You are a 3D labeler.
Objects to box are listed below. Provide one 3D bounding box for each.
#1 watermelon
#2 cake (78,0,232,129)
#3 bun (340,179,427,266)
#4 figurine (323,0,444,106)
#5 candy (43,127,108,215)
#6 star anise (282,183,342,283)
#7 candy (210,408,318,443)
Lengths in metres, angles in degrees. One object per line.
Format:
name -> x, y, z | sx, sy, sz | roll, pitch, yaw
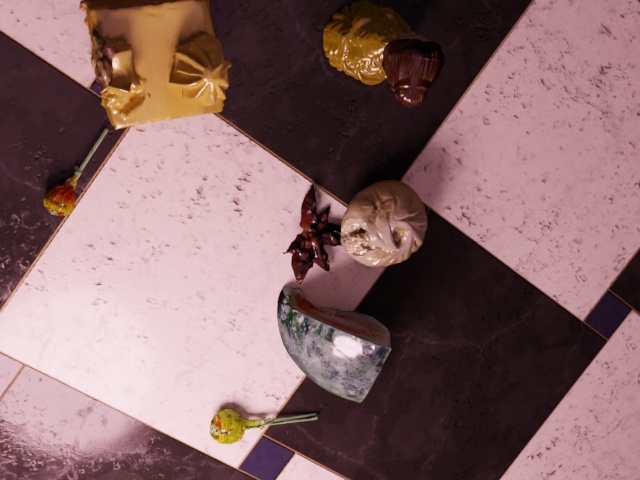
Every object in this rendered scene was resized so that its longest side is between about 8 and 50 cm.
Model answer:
watermelon -> 0.062, 0.212, 1.855 | 0.214, 0.289, 0.320 | -38, 104, -35
cake -> -0.293, -0.330, 1.498 | 0.227, 0.286, 0.222 | -13, 111, -13
bun -> 0.141, -0.030, 1.812 | 0.193, 0.128, 0.178 | -23, 116, -22
figurine -> 0.143, -0.365, 1.608 | 0.187, 0.315, 0.168 | 32, 97, -25
candy -> -0.472, -0.135, 1.645 | 0.060, 0.060, 0.201 | 33, 89, -24
star anise -> -0.002, 0.000, 1.832 | 0.157, 0.053, 0.212 | 25, 80, -36
candy -> -0.129, 0.421, 1.940 | 0.262, 0.073, 0.077 | -2, 127, -24
